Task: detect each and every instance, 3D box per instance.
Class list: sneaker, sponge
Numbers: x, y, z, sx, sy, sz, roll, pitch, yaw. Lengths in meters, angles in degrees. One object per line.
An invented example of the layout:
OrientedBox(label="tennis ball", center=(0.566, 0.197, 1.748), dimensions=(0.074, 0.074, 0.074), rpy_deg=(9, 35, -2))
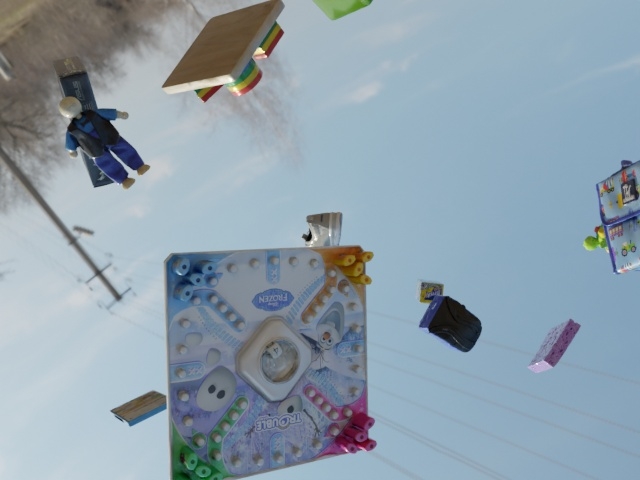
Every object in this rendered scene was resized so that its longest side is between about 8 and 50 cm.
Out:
OrientedBox(label="sneaker", center=(0.000, 0.000, 2.057), dimensions=(0.115, 0.281, 0.105), rpy_deg=(8, -127, 1))
OrientedBox(label="sponge", center=(0.545, 0.251, 1.612), dimensions=(0.117, 0.031, 0.210), rpy_deg=(-55, 167, -8))

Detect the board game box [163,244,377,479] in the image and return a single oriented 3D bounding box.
OrientedBox(label="board game box", center=(-0.070, 0.209, 1.184), dimensions=(0.390, 0.390, 0.050), rpy_deg=(-2, -178, -32))

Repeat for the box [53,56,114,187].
OrientedBox(label="box", center=(-0.484, -0.246, 1.410), dimensions=(0.059, 0.232, 0.183), rpy_deg=(-19, -150, -17))

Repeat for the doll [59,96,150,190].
OrientedBox(label="doll", center=(-0.393, -0.184, 1.235), dimensions=(0.129, 0.189, 0.046), rpy_deg=(-43, -151, -4))

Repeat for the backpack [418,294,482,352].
OrientedBox(label="backpack", center=(0.288, 0.183, 1.507), dimensions=(0.098, 0.120, 0.101), rpy_deg=(-59, -171, -6))

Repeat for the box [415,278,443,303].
OrientedBox(label="box", center=(0.282, 0.132, 1.780), dimensions=(0.059, 0.054, 0.169), rpy_deg=(5, 179, 4))

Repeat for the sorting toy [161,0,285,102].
OrientedBox(label="sorting toy", center=(-0.216, -0.440, 1.645), dimensions=(0.257, 0.089, 0.255), rpy_deg=(3, -124, 42))

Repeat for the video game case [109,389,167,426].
OrientedBox(label="video game case", center=(-0.425, 0.398, 1.635), dimensions=(0.119, 0.015, 0.166), rpy_deg=(-23, -171, -30))

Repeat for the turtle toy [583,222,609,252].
OrientedBox(label="turtle toy", center=(0.841, -0.014, 2.028), dimensions=(0.130, 0.095, 0.066), rpy_deg=(-36, -150, 1))

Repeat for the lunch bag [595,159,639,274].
OrientedBox(label="lunch bag", center=(0.863, -0.083, 1.817), dimensions=(0.138, 0.293, 0.221), rpy_deg=(-3, 161, -24))

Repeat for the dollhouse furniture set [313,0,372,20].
OrientedBox(label="dollhouse furniture set", center=(0.098, -0.464, 0.909), dimensions=(0.197, 0.151, 0.301), rpy_deg=(-5, -135, 49))
